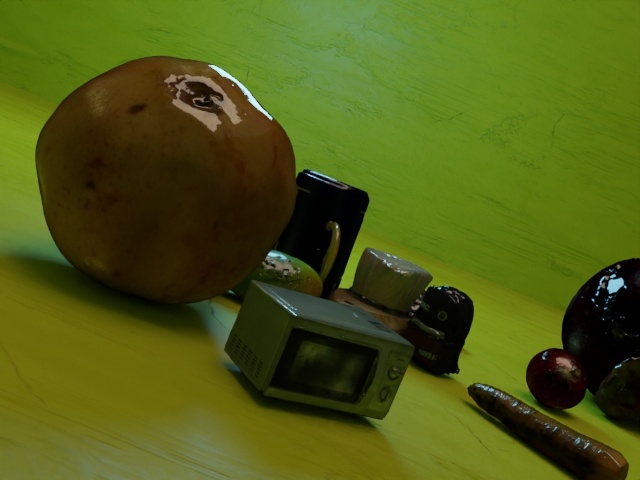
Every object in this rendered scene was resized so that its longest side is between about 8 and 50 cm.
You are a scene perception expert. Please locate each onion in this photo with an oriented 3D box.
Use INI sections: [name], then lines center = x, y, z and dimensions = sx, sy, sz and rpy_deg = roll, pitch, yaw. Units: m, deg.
[onion]
center = 0.485, 0.286, 1.722
dimensions = 0.131, 0.131, 0.131
rpy_deg = 22, 7, -3

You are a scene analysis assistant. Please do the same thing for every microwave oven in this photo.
[microwave oven]
center = -0.005, 0.155, 1.156
dimensions = 0.204, 0.129, 0.163
rpy_deg = 18, 6, -31

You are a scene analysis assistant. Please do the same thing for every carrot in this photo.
[carrot]
center = 0.356, 0.309, 1.380
dimensions = 0.066, 0.066, 0.314
rpy_deg = 15, 8, -44

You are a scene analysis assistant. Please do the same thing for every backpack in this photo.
[backpack]
center = 0.223, 0.169, 1.617
dimensions = 0.105, 0.165, 0.120
rpy_deg = 0, 18, -46

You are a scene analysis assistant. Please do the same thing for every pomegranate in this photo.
[pomegranate]
center = -0.248, -0.085, 1.330
dimensions = 0.411, 0.412, 0.411
rpy_deg = 22, 7, -3

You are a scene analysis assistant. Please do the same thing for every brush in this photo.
[brush]
center = 0.102, 0.111, 1.666
dimensions = 0.174, 0.166, 0.266
rpy_deg = 26, 10, 25

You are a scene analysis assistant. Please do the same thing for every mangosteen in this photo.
[mangosteen]
center = 0.756, 0.253, 1.966
dimensions = 0.380, 0.422, 0.381
rpy_deg = 5, -30, 3

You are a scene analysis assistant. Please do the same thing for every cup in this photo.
[cup]
center = 0.013, 0.003, 1.747
dimensions = 0.178, 0.257, 0.255
rpy_deg = 18, 6, -41

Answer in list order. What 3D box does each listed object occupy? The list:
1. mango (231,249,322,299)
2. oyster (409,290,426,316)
[mango]
center = -0.106, 0.068, 1.562
dimensions = 0.232, 0.111, 0.125
rpy_deg = 22, 1, -18
[oyster]
center = 0.226, 0.156, 1.978
dimensions = 0.271, 0.100, 0.275
rpy_deg = 37, 1, -6
